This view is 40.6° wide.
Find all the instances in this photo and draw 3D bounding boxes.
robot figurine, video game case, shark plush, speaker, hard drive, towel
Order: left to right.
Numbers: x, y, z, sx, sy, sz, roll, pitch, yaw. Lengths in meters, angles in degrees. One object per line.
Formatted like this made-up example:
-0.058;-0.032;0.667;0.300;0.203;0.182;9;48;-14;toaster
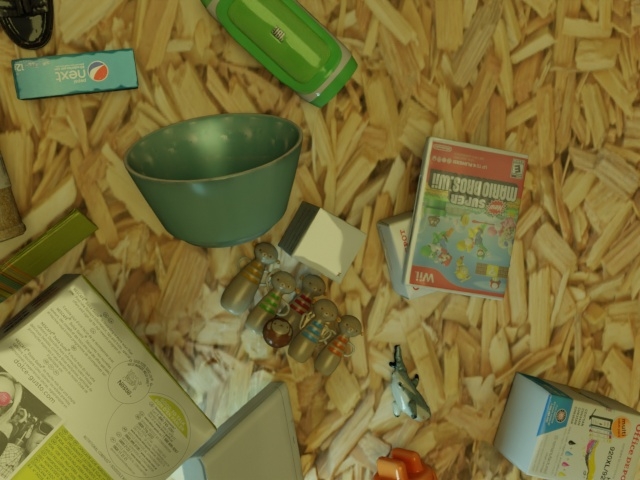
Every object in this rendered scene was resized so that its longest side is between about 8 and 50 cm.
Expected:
-0.515;0.031;1.559;0.237;0.102;0.021;-38;74;-6;towel
-0.128;0.426;1.564;0.047;0.353;0.233;-5;100;22;hard drive
-0.075;-0.381;1.580;0.296;0.131;0.131;41;88;-13;speaker
0.174;0.294;1.763;0.067;0.073;0.161;-17;79;-28;shark plush
0.174;0.531;1.737;0.128;0.158;0.219;-12;100;13;robot figurine
0.276;-0.041;1.647;0.204;0.025;0.285;9;92;-11;video game case

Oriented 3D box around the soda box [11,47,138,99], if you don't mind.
-0.435;-0.296;1.547;0.210;0.067;0.071;-8;99;-10;soda box

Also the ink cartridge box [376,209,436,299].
0.240;0.008;1.705;0.219;0.092;0.160;-18;99;-9;ink cartridge box

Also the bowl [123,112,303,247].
-0.178;-0.098;1.530;0.312;0.311;0.163;-11;118;-10;bowl

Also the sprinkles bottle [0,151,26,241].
-0.620;-0.165;1.498;0.121;0.121;0.355;-17;100;-9;sprinkles bottle

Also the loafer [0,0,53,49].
-0.533;-0.484;1.490;0.109;0.095;0.302;-10;98;-11;loafer

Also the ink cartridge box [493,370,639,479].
0.510;0.393;1.766;0.233;0.168;0.171;15;93;-13;ink cartridge box

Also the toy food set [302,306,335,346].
-0.012;0.171;1.711;0.083;0.020;0.082;-16;100;-10;toy food set

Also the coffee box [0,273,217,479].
-0.430;0.284;1.452;0.334;0.337;0.338;-42;102;-17;coffee box

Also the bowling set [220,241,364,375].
-0.038;0.132;1.600;0.287;0.200;0.154;34;87;-7;bowling set

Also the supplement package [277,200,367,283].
0.000;0.000;1.611;0.105;0.179;0.105;30;90;-14;supplement package
